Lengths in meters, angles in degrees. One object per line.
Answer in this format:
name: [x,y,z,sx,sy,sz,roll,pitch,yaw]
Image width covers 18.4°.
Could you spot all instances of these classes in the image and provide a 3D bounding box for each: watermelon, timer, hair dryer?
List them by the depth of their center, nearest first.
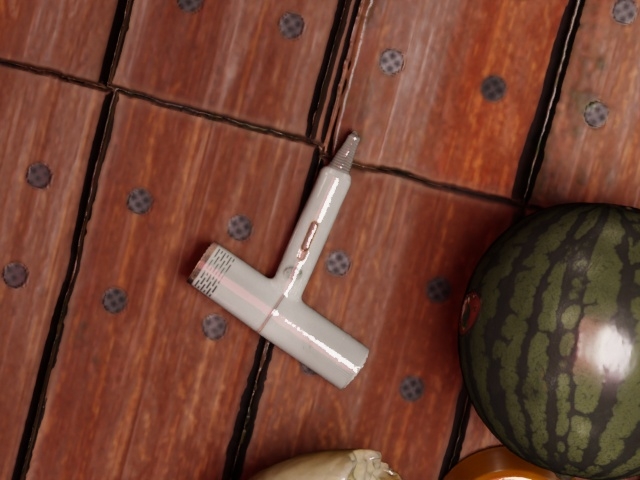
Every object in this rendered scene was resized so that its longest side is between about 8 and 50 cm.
watermelon: [0.204,0.076,1.481,0.212,0.212,0.212,0,97,3]
timer: [0.149,0.239,1.528,0.132,0.152,0.132,0,97,3]
hair dryer: [0.008,0.003,1.564,0.155,0.044,0.183,36,95,-4]

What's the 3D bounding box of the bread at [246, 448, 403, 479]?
bread: [-0.007,0.319,1.539,0.192,0.171,0.314,-12,94,26]
